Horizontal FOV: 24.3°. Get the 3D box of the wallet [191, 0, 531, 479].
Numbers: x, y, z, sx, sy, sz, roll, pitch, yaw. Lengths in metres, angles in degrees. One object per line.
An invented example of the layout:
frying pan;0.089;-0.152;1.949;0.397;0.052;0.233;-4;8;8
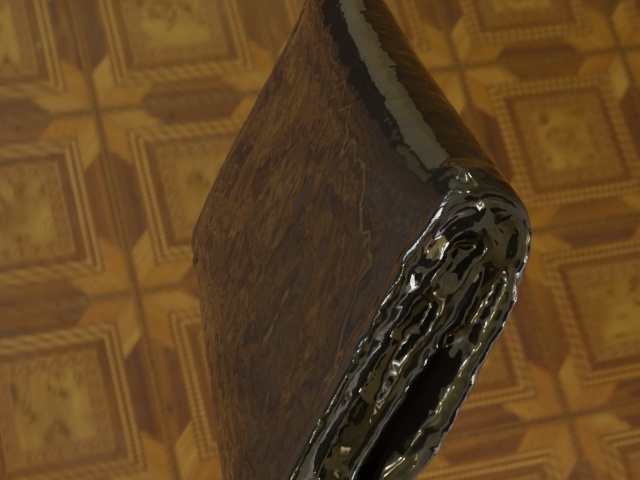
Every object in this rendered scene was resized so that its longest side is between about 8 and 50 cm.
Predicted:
wallet;0.001;0.000;0.802;0.062;0.228;0.406;21;19;-15
